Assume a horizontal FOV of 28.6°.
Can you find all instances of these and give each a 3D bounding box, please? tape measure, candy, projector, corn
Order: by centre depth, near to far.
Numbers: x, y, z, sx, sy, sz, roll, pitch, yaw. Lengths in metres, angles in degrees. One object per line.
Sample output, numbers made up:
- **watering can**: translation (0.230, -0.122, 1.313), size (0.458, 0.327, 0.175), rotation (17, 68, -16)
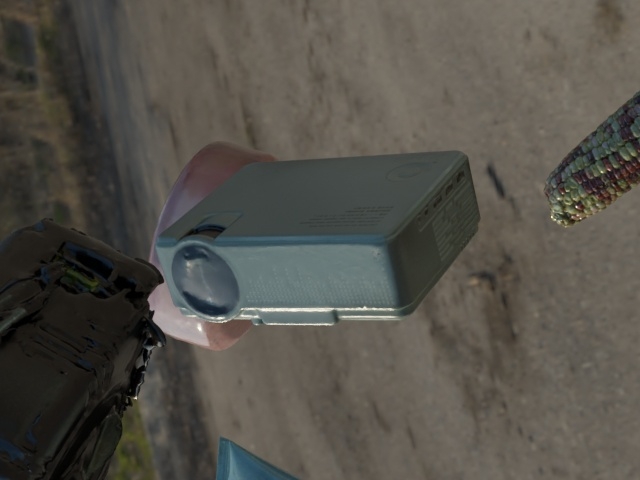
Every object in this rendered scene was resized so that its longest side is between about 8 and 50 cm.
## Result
- **tape measure**: translation (-0.163, 0.107, 0.631), size (0.186, 0.112, 0.199), rotation (-56, -10, -53)
- **projector**: translation (0.000, 0.000, 1.176), size (0.257, 0.192, 0.099), rotation (-1, 115, 31)
- **corn**: translation (0.344, -0.108, 1.382), size (0.253, 0.086, 0.086), rotation (-40, 53, 26)
- **candy**: translation (-0.117, 0.012, 1.480), size (0.255, 0.094, 0.255), rotation (16, -90, -75)

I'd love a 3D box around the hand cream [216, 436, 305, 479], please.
- **hand cream**: translation (0.022, 0.244, 0.968), size (0.312, 0.070, 0.111), rotation (11, 102, 39)
